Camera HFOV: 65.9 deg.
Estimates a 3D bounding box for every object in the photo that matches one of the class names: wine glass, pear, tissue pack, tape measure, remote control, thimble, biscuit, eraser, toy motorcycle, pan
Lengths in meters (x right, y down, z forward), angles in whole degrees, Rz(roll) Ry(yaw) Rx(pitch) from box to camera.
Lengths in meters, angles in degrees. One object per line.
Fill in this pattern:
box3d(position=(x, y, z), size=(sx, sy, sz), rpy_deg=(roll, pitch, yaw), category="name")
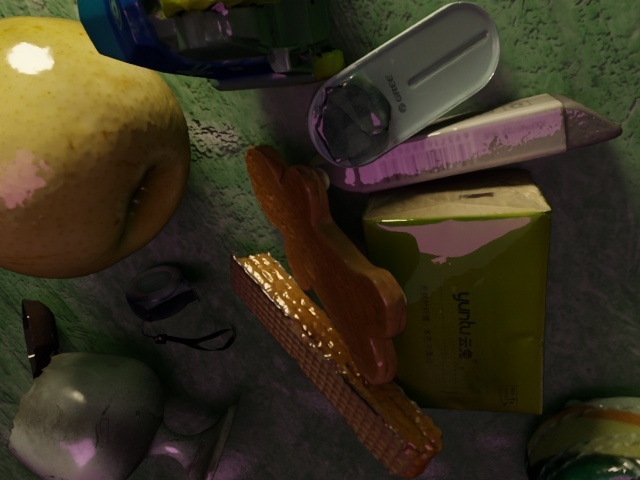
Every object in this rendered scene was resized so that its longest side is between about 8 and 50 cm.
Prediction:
box3d(position=(-0.325, 0.318, 0.837), size=(0.323, 0.238, 0.238), rpy_deg=(20, 118, -8), category="wine glass")
box3d(position=(-0.313, -0.111, 0.589), size=(0.309, 0.309, 0.309), rpy_deg=(5, 116, 10), category="pear")
box3d(position=(0.174, 0.065, 0.637), size=(0.200, 0.167, 0.274), rpy_deg=(-2, 116, 15), category="tissue pack")
box3d(position=(-0.229, 0.123, 0.802), size=(0.104, 0.107, 0.180), rpy_deg=(-40, 128, -13), category="tape measure")
box3d(position=(0.092, -0.172, 0.549), size=(0.247, 0.052, 0.104), rpy_deg=(-34, 114, -8), category="remote control")
box3d(position=(0.461, 0.363, 0.725), size=(0.288, 0.167, 0.254), rpy_deg=(-4, 115, 15), category="thimble")
box3d(position=(0.004, 0.155, 0.674), size=(0.379, 0.054, 0.094), rpy_deg=(43, 143, 27), category="biscuit")
box3d(position=(0.161, -0.115, 0.598), size=(0.352, 0.089, 0.061), rpy_deg=(-11, 110, 16), category="eraser")
box3d(position=(0.000, 0.000, 0.604), size=(0.047, 0.339, 0.216), rpy_deg=(-23, 143, -21), category="biscuit")
box3d(position=(-0.097, -0.227, 0.464), size=(0.200, 0.326, 0.191), rpy_deg=(-3, 114, 15), category="toy motorcycle")
box3d(position=(-0.498, 0.201, 0.883), size=(0.048, 0.128, 0.202), rpy_deg=(-6, 119, -34), category="pan")
